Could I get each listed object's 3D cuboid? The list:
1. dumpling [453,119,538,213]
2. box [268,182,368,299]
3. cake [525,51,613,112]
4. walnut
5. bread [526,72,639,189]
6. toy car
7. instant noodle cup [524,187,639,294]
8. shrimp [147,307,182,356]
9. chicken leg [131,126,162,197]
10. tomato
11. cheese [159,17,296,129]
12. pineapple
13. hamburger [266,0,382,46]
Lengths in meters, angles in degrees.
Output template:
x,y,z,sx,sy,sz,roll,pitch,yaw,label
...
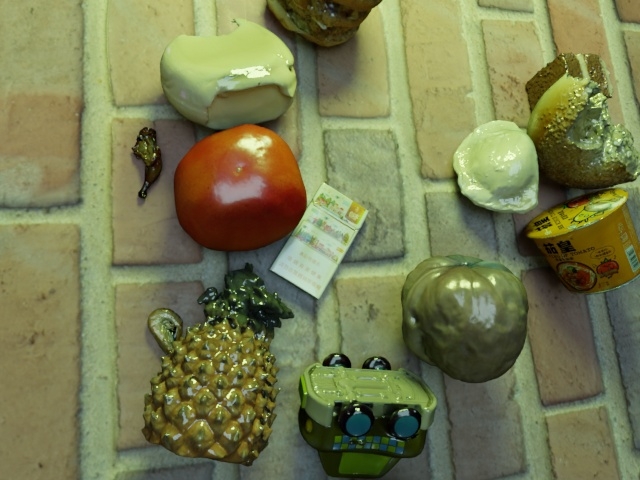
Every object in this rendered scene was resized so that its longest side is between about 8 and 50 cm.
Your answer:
x,y,z,sx,sy,sz,roll,pitch,yaw,label
0.396,-0.176,1.009,0.180,0.131,0.251,-3,69,10,dumpling
0.000,0.000,0.926,0.122,0.032,0.220,32,74,-5,box
0.616,-0.373,1.088,0.147,0.135,0.134,-1,79,-18,cake
0.272,0.146,0.849,0.249,0.248,0.248,2,79,-12,walnut
0.576,-0.221,1.004,0.314,0.192,0.171,37,55,-30,bread
0.077,0.343,0.822,0.248,0.204,0.198,6,102,-10,toy car
0.596,0.007,0.980,0.216,0.216,0.172,-32,97,-16,instant noodle cup
-0.284,0.176,0.835,0.059,0.023,0.108,-33,89,-25,shrimp
-0.344,-0.157,0.877,0.062,0.037,0.144,-11,81,8,chicken leg
-0.153,-0.102,0.836,0.260,0.180,0.259,3,76,-13,tomato
-0.181,-0.334,0.885,0.266,0.127,0.233,-17,56,-19,cheese
-0.155,0.191,0.782,0.223,0.223,0.357,20,65,-9,pineapple
0.012,-0.571,0.945,0.260,0.211,0.245,41,66,-9,hamburger
